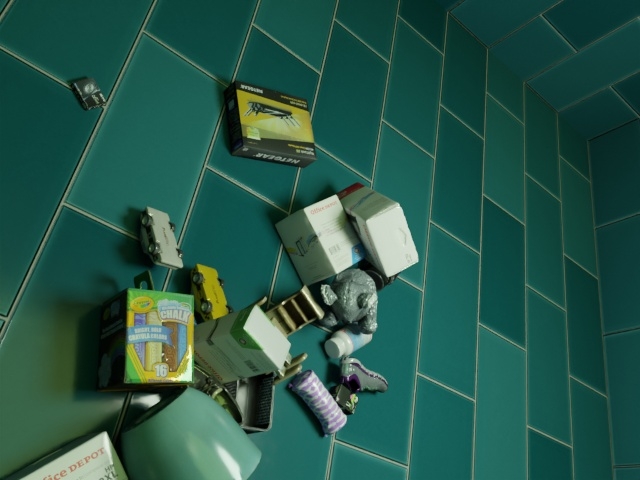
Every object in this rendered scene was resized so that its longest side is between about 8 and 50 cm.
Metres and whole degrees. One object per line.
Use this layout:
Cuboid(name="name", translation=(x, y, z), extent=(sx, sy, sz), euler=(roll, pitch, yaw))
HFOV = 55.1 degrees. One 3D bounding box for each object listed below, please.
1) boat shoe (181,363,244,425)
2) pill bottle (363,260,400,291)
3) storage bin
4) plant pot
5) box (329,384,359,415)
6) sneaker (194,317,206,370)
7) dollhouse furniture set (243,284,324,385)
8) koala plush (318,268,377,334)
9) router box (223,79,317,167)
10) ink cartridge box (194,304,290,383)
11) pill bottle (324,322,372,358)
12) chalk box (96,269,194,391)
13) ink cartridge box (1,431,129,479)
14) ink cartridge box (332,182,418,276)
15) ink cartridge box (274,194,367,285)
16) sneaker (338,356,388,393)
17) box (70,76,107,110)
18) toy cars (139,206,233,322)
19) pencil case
Cuboid(name="boat shoe", translation=(-0.276, 0.393, 1.574), extent=(0.223, 0.073, 0.080), euler=(47, 59, -6))
Cuboid(name="pill bottle", translation=(0.236, 0.086, 2.217), extent=(0.122, 0.123, 0.219), euler=(54, 47, -10))
Cuboid(name="storage bin", translation=(-0.203, 0.437, 1.707), extent=(0.122, 0.084, 0.180), euler=(21, 58, -33))
Cuboid(name="plant pot", translation=(-0.325, 0.490, 1.438), extent=(0.293, 0.293, 0.235), euler=(-36, 94, -44))
Cuboid(name="box", translation=(0.069, 0.504, 1.937), extent=(0.083, 0.052, 0.062), euler=(41, 49, -19))
Cuboid(name="sneaker", translation=(-0.339, 0.288, 1.668), extent=(0.082, 0.069, 0.209), euler=(0, 73, -49))
Cuboid(name="dollhouse furniture set", translation=(-0.102, 0.246, 1.754), extent=(0.212, 0.161, 0.242), euler=(56, 16, -7))
Cuboid(name="koala plush", translation=(0.086, 0.180, 1.891), extent=(0.221, 0.196, 0.203), euler=(37, 64, -78))
Cuboid(name="router box", translation=(-0.169, -0.391, 2.098), extent=(0.309, 0.081, 0.242), euler=(4, 70, -40))
Cuboid(name="ink cartridge box", translation=(-0.216, 0.273, 1.591), extent=(0.160, 0.219, 0.092), euler=(54, 35, -24))
Cuboid(name="pill bottle", translation=(0.090, 0.325, 2.009), extent=(0.160, 0.087, 0.087), euler=(-22, 87, -45))
Cuboid(name="chalk box", translation=(-0.433, 0.223, 1.532), extent=(0.179, 0.180, 0.288), euler=(13, 65, -37))
Cuboid(name="ink cartridge box", translation=(-0.519, 0.606, 1.324), extent=(0.223, 0.129, 0.307), euler=(-24, 89, -43))
Cuboid(name="ink cartridge box", translation=(0.175, -0.043, 2.053), extent=(0.131, 0.306, 0.226), euler=(-28, 115, -9))
Cuboid(name="ink cartridge box", translation=(0.000, 0.000, 2.014), extent=(0.171, 0.168, 0.232), euler=(-26, 89, -45))
Cuboid(name="sneaker", translation=(0.132, 0.463, 1.979), extent=(0.224, 0.083, 0.098), euler=(38, 47, -31))
Cuboid(name="box", translation=(-0.651, -0.412, 1.728), extent=(0.067, 0.018, 0.083), euler=(-32, 94, -44))
Cuboid(name="toy cars", translation=(-0.385, 0.087, 1.697), extent=(0.393, 0.087, 0.176), euler=(51, 21, -9))
Cuboid(name="pencil case", translation=(-0.007, 0.489, 1.858), extent=(0.088, 0.086, 0.206), euler=(-37, 97, -9))
